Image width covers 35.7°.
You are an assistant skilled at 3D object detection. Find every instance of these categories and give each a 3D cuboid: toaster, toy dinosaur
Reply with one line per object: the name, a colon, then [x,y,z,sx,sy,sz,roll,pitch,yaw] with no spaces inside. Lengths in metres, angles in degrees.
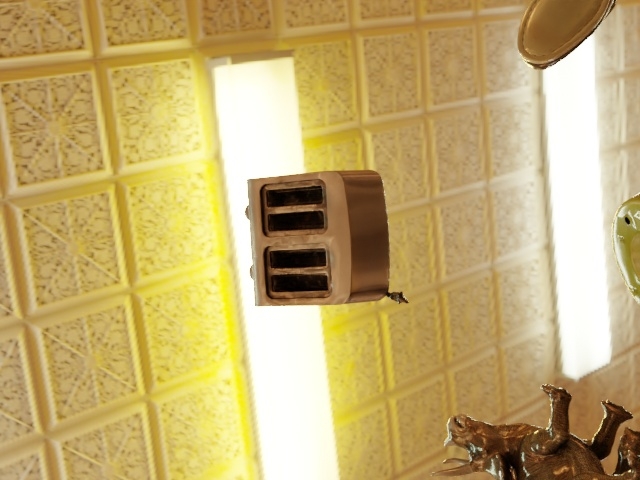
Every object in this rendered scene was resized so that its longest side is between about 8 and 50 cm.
toaster: [0.000,0.000,1.224,0.110,0.185,0.168,-6,-87,-59]
toy dinosaur: [0.250,0.246,0.966,0.121,0.313,0.160,14,-73,-30]

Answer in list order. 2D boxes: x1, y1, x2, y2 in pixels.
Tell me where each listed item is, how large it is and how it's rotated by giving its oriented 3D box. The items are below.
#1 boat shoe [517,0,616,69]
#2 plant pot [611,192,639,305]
boat shoe: [0.304,-0.279,1.155,0.228,0.081,0.069,-54,-23,-14]
plant pot: [0.667,-0.020,1.553,0.352,0.366,0.367,-25,-66,-14]
